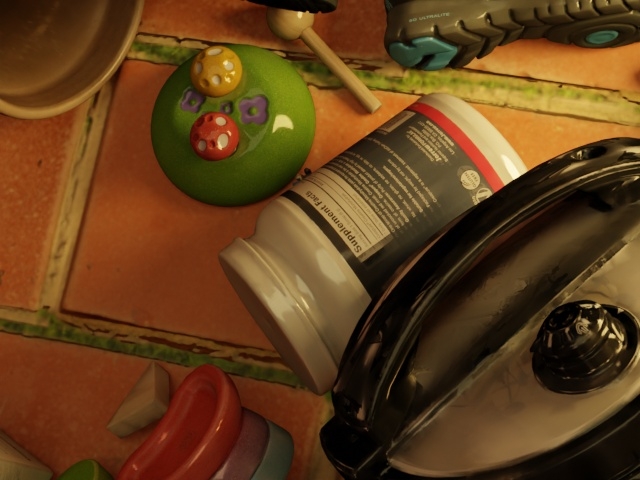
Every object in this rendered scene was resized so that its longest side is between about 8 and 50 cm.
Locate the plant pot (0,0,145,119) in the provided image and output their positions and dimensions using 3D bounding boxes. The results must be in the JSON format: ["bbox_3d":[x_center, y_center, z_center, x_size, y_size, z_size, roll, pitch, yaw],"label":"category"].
[{"bbox_3d":[-0.355,-0.286,1.373,0.229,0.263,0.263,25,82,32],"label":"plant pot"}]

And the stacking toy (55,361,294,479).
[{"bbox_3d":[-0.158,0.272,1.233,0.130,0.279,0.309,41,82,-20],"label":"stacking toy"}]

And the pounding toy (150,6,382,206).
[{"bbox_3d":[-0.081,-0.151,1.347,0.237,0.110,0.183,-36,74,1],"label":"pounding toy"}]

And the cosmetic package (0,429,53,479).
[{"bbox_3d":[-0.416,0.270,1.244,0.138,0.224,0.224,32,85,24],"label":"cosmetic package"}]

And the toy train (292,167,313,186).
[{"bbox_3d":[0.000,0.000,1.344,0.036,0.027,0.158,-19,75,18],"label":"toy train"}]

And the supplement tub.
[{"bbox_3d":[0.060,0.003,1.227,0.272,0.191,0.191,-35,74,-10],"label":"supplement tub"}]

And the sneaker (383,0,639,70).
[{"bbox_3d":[0.230,-0.271,1.313,0.340,0.125,0.140,-5,74,7],"label":"sneaker"}]

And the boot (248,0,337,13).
[{"bbox_3d":[-0.072,-0.357,1.329,0.246,0.094,0.207,17,91,24],"label":"boot"}]

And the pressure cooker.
[{"bbox_3d":[0.223,0.135,1.021,0.375,0.420,0.370,-17,35,36],"label":"pressure cooker"}]
